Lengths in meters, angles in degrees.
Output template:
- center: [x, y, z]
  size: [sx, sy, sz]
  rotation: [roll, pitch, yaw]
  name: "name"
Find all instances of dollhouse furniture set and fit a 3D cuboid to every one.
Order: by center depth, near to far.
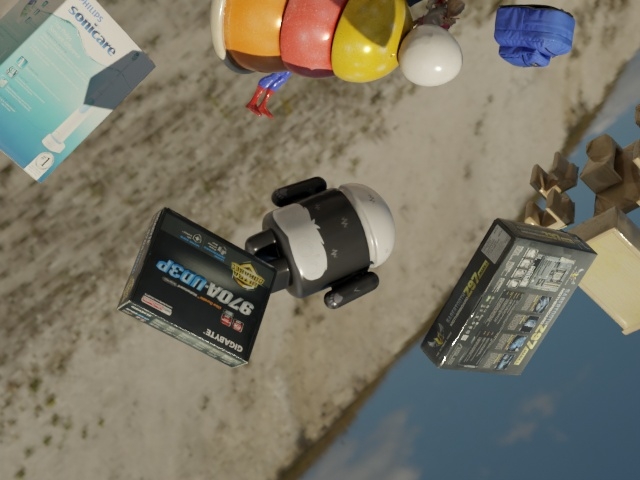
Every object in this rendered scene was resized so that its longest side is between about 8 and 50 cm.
- center: [0.648, -0.046, 2.304]
  size: [0.362, 0.256, 0.394]
  rotation: [-32, -155, 38]
  name: "dollhouse furniture set"

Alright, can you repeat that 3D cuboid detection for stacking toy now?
- center: [0.055, -0.418, 2.134]
  size: [0.350, 0.480, 0.351]
  rotation: [-48, 154, -32]
  name: "stacking toy"

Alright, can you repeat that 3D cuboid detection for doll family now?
- center: [0.220, -0.534, 2.212]
  size: [0.163, 0.118, 0.263]
  rotation: [-28, -138, 36]
  name: "doll family"

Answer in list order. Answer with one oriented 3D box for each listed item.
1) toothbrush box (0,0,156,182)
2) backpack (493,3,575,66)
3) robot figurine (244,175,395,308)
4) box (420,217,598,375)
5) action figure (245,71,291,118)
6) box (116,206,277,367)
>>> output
- center: [-0.468, -0.284, 1.875]
  size: [0.295, 0.216, 0.126]
  rotation: [-46, -134, -3]
  name: "toothbrush box"
- center: [0.366, -0.343, 1.837]
  size: [0.120, 0.101, 0.098]
  rotation: [5, -177, 35]
  name: "backpack"
- center: [0.001, 0.003, 1.992]
  size: [0.278, 0.209, 0.173]
  rotation: [-22, -162, -15]
  name: "robot figurine"
- center: [0.273, 0.087, 1.585]
  size: [0.183, 0.059, 0.233]
  rotation: [10, 118, -38]
  name: "box"
- center: [-0.041, -0.388, 2.429]
  size: [0.280, 0.139, 0.091]
  rotation: [-63, 161, 13]
  name: "action figure"
- center: [-0.190, 0.075, 1.714]
  size: [0.051, 0.220, 0.175]
  rotation: [-27, -141, 52]
  name: "box"
